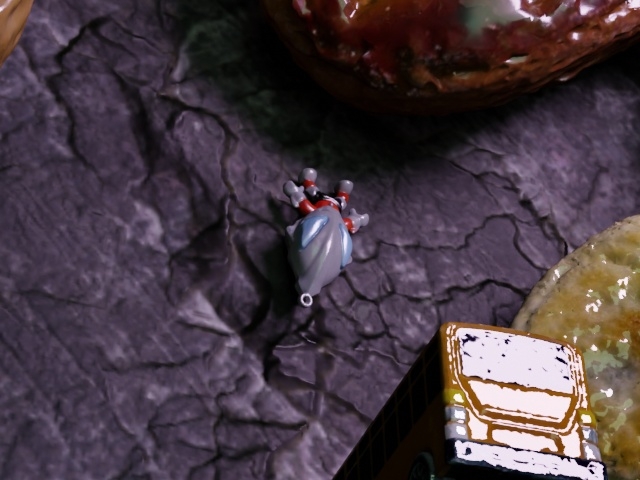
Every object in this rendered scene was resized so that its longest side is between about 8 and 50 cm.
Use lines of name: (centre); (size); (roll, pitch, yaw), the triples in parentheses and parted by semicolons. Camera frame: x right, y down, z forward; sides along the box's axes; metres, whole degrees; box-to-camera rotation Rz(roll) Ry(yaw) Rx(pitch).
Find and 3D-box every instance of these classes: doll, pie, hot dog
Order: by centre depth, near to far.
pie: (0.267, 0.102, 1.039); (0.338, 0.075, 0.337); (-3, 63, 6)
doll: (0.001, -0.001, 1.073); (0.057, 0.039, 0.114); (47, 35, -34)
hot dog: (0.130, -0.232, 1.172); (0.388, 0.174, 0.267); (-26, 77, -32)

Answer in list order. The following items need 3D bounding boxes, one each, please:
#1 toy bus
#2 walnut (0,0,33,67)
toy bus: (0.073, 0.141, 0.931); (0.098, 0.201, 0.114); (11, 51, -16)
walnut: (-0.277, -0.202, 0.971); (0.224, 0.257, 0.257); (31, 48, -44)
